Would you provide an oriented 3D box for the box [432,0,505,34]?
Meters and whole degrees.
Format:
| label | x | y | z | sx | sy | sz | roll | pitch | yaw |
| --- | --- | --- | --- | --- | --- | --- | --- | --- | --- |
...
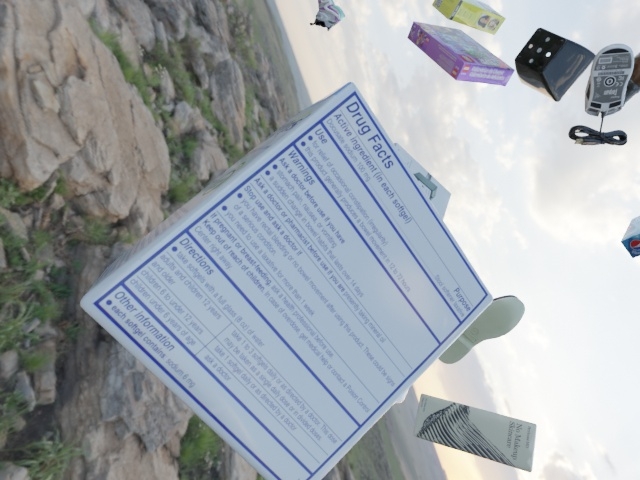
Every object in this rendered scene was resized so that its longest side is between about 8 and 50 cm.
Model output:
| label | x | y | z | sx | sy | sz | roll | pitch | yaw |
| --- | --- | --- | --- | --- | --- | --- | --- | --- | --- |
| box | 0.433 | -0.663 | 1.262 | 0.087 | 0.232 | 0.058 | 58 | -43 | 28 |

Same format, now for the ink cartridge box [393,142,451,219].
| label | x | y | z | sx | sy | sz | roll | pitch | yaw |
| --- | --- | --- | --- | --- | --- | --- | --- | --- | --- |
| ink cartridge box | 0.250 | -0.167 | 1.424 | 0.289 | 0.211 | 0.122 | 34 | 69 | -29 |

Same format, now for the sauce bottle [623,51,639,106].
| label | x | y | z | sx | sy | sz | roll | pitch | yaw |
| --- | --- | --- | --- | --- | --- | --- | --- | --- | --- |
| sauce bottle | 0.956 | -0.514 | 1.212 | 0.111 | 0.344 | 0.112 | 27 | 33 | -19 |

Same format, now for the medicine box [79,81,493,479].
| label | x | y | z | sx | sy | sz | roll | pitch | yaw |
| --- | --- | --- | --- | --- | --- | --- | --- | --- | --- |
| medicine box | -0.021 | 0.045 | 0.445 | 0.264 | 0.289 | 0.149 | 52 | -13 | -18 |

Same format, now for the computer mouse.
| label | x | y | z | sx | sy | sz | roll | pitch | yaw |
| --- | --- | --- | --- | --- | --- | --- | --- | --- | --- |
| computer mouse | 0.551 | -0.278 | 0.841 | 0.042 | 0.105 | 0.193 | -56 | 146 | -52 |

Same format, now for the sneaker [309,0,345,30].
| label | x | y | z | sx | sy | sz | roll | pitch | yaw |
| --- | --- | --- | --- | --- | --- | --- | --- | --- | --- |
| sneaker | 0.000 | -0.493 | 0.937 | 0.098 | 0.069 | 0.038 | 56 | 14 | 19 |

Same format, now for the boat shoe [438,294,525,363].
| label | x | y | z | sx | sy | sz | roll | pitch | yaw |
| --- | --- | --- | --- | --- | --- | --- | --- | --- | --- |
| boat shoe | 0.212 | 0.116 | 0.589 | 0.049 | 0.137 | 0.043 | 45 | 24 | 2 |

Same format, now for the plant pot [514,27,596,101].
| label | x | y | z | sx | sy | sz | roll | pitch | yaw |
| --- | --- | --- | --- | --- | --- | --- | --- | --- | --- |
| plant pot | 0.804 | -0.637 | 1.535 | 0.166 | 0.188 | 0.188 | 12 | 32 | -43 |

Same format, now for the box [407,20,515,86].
| label | x | y | z | sx | sy | sz | roll | pitch | yaw |
| --- | --- | --- | --- | --- | --- | --- | --- | --- | --- |
| box | 0.424 | -0.575 | 1.335 | 0.293 | 0.200 | 0.057 | 63 | -33 | 38 |

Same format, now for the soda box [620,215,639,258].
| label | x | y | z | sx | sy | sz | roll | pitch | yaw |
| --- | --- | --- | --- | --- | --- | --- | --- | --- | --- |
| soda box | 1.039 | -0.023 | 1.403 | 0.210 | 0.071 | 0.067 | -30 | 84 | -41 |

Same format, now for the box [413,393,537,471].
| label | x | y | z | sx | sy | sz | roll | pitch | yaw |
| --- | --- | --- | --- | --- | --- | --- | --- | --- | --- |
| box | 0.380 | 0.473 | 1.080 | 0.094 | 0.274 | 0.113 | 50 | 51 | -55 |

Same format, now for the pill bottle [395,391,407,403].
| label | x | y | z | sx | sy | sz | roll | pitch | yaw |
| --- | --- | --- | --- | --- | --- | --- | --- | --- | --- |
| pill bottle | 0.266 | 0.348 | 1.568 | 0.229 | 0.228 | 0.408 | 1 | 111 | -84 |
